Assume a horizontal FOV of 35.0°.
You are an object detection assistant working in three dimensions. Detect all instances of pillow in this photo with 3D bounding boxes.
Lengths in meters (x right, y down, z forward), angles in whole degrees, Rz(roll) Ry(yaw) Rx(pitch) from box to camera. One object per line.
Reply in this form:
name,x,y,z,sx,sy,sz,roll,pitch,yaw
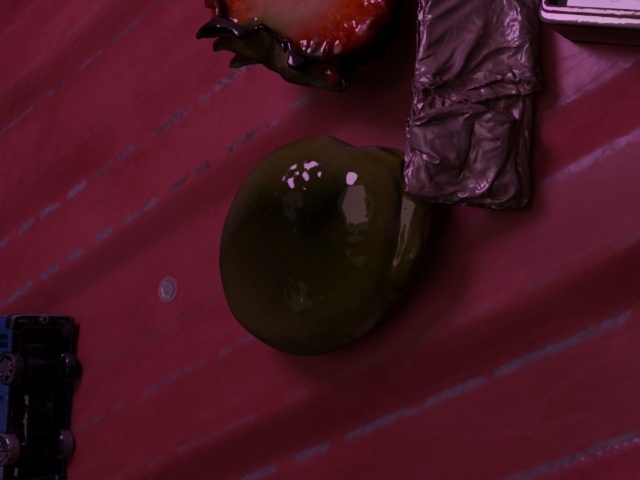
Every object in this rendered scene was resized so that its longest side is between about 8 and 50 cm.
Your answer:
pillow,0.159,-0.158,1.041,0.135,0.049,0.248,6,82,1

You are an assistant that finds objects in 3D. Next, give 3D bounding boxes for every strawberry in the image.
strawberry,0.015,-0.305,1.184,0.233,0.137,0.306,21,70,19

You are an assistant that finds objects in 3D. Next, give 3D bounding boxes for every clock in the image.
clock,0.302,-0.288,0.976,0.147,0.071,0.192,15,93,38

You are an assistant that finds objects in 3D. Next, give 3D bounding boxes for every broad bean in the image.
broad bean,0.001,0.000,1.136,0.291,0.119,0.238,-37,72,30

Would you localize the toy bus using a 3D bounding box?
toy bus,-0.426,0.218,1.430,0.134,0.116,0.234,-1,85,41
